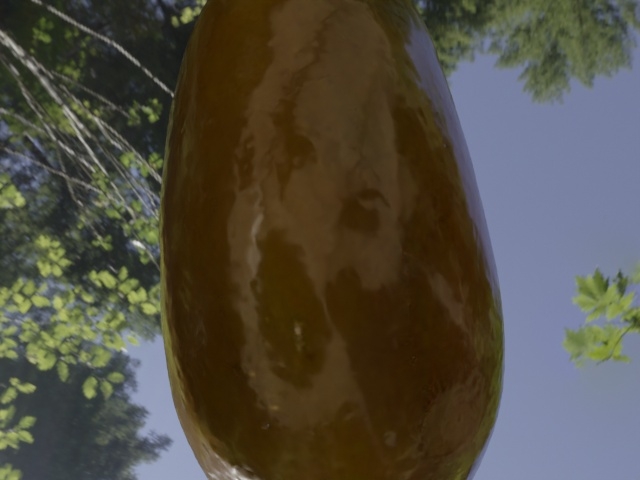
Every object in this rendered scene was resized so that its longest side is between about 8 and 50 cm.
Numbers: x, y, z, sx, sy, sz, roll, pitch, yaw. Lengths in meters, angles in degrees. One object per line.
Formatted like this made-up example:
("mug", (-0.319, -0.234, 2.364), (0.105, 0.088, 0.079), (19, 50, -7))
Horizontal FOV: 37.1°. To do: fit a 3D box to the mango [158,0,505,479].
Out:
("mango", (0.001, 0.004, 0.391), (0.139, 0.175, 0.255), (-9, -80, -3))
